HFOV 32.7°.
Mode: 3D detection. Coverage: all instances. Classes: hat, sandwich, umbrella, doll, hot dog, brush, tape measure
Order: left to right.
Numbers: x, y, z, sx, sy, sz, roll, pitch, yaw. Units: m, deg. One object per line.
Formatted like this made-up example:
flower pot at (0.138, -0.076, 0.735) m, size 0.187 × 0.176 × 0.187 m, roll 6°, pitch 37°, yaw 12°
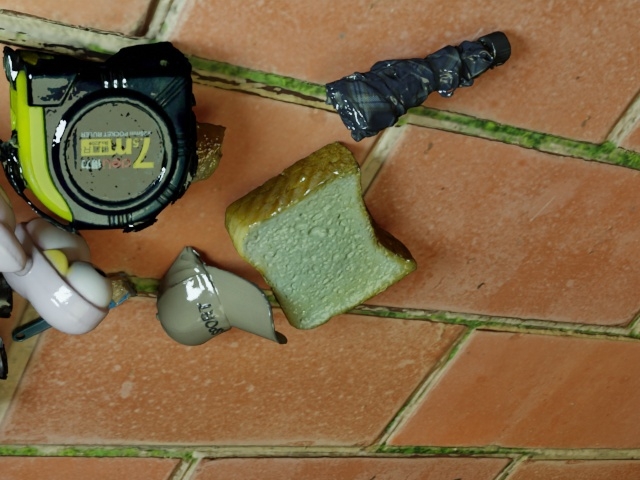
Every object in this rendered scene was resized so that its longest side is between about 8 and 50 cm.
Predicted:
doll at (-0.314, 0.004, 1.113) m, size 0.094 × 0.160 × 0.365 m, roll -48°, pitch 151°, yaw -4°
brush at (-0.307, 0.087, 1.346) m, size 0.164 × 0.014 × 0.051 m, roll -26°, pitch 138°, yaw 3°
tape measure at (-0.223, -0.103, 1.087) m, size 0.199 × 0.112 × 0.186 m, roll -4°, pitch 108°, yaw -20°
hot dog at (-0.175, -0.082, 1.193) m, size 0.169 × 0.061 × 0.078 m, roll -30°, pitch 99°, yaw 1°
hat at (-0.127, 0.095, 1.343) m, size 0.085 × 0.175 × 0.147 m, roll -50°, pitch 140°, yaw -24°
sandwich at (0.000, 0.000, 1.344) m, size 0.186 × 0.065 × 0.214 m, roll -30°, pitch 132°, yaw 0°
umbrella at (0.113, -0.181, 1.222) m, size 0.224 × 0.080 × 0.071 m, roll -25°, pitch 163°, yaw -18°

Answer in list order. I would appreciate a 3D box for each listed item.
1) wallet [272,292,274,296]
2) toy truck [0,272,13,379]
wallet at (-0.001, 0.064, 1.463) m, size 0.122 × 0.025 × 0.061 m, roll 11°, pitch 134°, yaw -35°
toy truck at (-0.427, 0.134, 1.264) m, size 0.136 × 0.111 × 0.285 m, roll -6°, pitch 139°, yaw -23°
